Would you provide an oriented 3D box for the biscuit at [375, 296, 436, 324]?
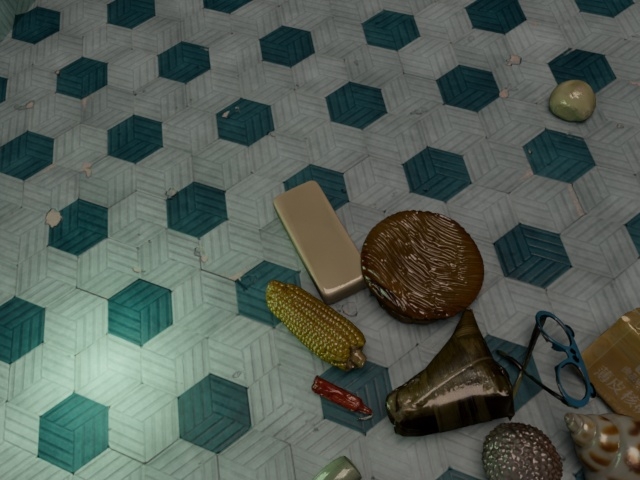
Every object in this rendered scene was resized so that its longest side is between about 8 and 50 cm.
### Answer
[{"bbox_3d":[0.242,0.113,1.524,0.226,0.042,0.226,-2,60,3],"label":"biscuit"}]

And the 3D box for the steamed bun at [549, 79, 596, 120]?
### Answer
[{"bbox_3d":[0.737,-0.414,1.718,0.130,0.091,0.112,29,68,19],"label":"steamed bun"}]

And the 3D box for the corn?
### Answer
[{"bbox_3d":[-0.014,0.207,1.465,0.322,0.119,0.119,32,70,25],"label":"corn"}]

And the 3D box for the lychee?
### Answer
[{"bbox_3d":[0.428,0.480,1.261,0.165,0.197,0.165,-9,21,3],"label":"lychee"}]

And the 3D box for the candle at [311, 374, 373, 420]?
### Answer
[{"bbox_3d":[0.051,0.378,1.405,0.162,0.053,0.048,25,73,15],"label":"candle"}]

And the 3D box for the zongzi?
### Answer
[{"bbox_3d":[0.279,0.301,1.388,0.286,0.134,0.288,-14,49,4],"label":"zongzi"}]

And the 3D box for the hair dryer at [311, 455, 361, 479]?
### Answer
[{"bbox_3d":[0.042,0.622,1.284,0.206,0.075,0.237,-37,73,-5],"label":"hair dryer"}]

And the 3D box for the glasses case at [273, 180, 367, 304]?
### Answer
[{"bbox_3d":[0.000,0.000,1.589,0.144,0.076,0.336,-24,63,-8],"label":"glasses case"}]

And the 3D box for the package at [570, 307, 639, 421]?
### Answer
[{"bbox_3d":[0.755,0.311,1.302,0.221,0.165,0.311,-33,64,-11],"label":"package"}]

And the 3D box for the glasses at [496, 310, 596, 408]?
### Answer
[{"bbox_3d":[0.492,0.288,1.350,0.207,0.102,0.239,-26,46,20],"label":"glasses"}]

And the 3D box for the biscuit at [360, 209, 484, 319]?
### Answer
[{"bbox_3d":[0.259,0.055,1.499,0.318,0.040,0.318,2,58,-4],"label":"biscuit"}]

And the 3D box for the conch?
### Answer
[{"bbox_3d":[0.630,0.457,1.247,0.275,0.148,0.183,32,69,19],"label":"conch"}]
